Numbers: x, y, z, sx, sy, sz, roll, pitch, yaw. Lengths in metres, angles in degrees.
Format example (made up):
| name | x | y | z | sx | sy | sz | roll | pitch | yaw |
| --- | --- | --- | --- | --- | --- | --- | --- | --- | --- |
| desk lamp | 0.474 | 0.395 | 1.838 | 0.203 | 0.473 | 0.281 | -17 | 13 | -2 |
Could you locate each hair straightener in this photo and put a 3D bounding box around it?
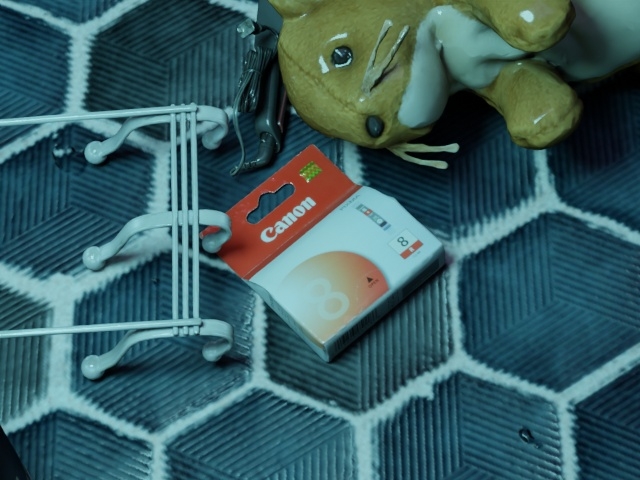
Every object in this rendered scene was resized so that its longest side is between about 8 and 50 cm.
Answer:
| name | x | y | z | sx | sy | sz | roll | pitch | yaw |
| --- | --- | --- | --- | --- | --- | --- | --- | --- | --- |
| hair straightener | -0.059 | -0.167 | 1.814 | 0.047 | 0.089 | 0.230 | -4 | 62 | 37 |

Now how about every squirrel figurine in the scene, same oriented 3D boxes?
| name | x | y | z | sx | sy | sz | roll | pitch | yaw |
| --- | --- | --- | --- | --- | --- | --- | --- | --- | --- |
| squirrel figurine | 0.131 | -0.235 | 1.767 | 0.370 | 0.281 | 0.397 | -23 | 47 | 5 |

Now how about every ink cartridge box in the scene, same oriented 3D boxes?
| name | x | y | z | sx | sy | sz | roll | pitch | yaw |
| --- | --- | --- | --- | --- | --- | --- | --- | --- | --- |
| ink cartridge box | 0.000 | 0.000 | 1.738 | 0.145 | 0.045 | 0.179 | -39 | 67 | -16 |

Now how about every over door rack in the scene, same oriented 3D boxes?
| name | x | y | z | sx | sy | sz | roll | pitch | yaw |
| --- | --- | --- | --- | --- | --- | --- | --- | --- | --- |
| over door rack | -0.241 | -0.006 | 1.716 | 0.324 | 0.108 | 0.239 | 1 | 61 | -8 |

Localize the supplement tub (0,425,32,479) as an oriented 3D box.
| name | x | y | z | sx | sy | sz | roll | pitch | yaw |
| --- | --- | --- | --- | --- | --- | --- | --- | --- | --- |
| supplement tub | -0.336 | 0.189 | 1.534 | 0.191 | 0.272 | 0.191 | -2 | 62 | 4 |
